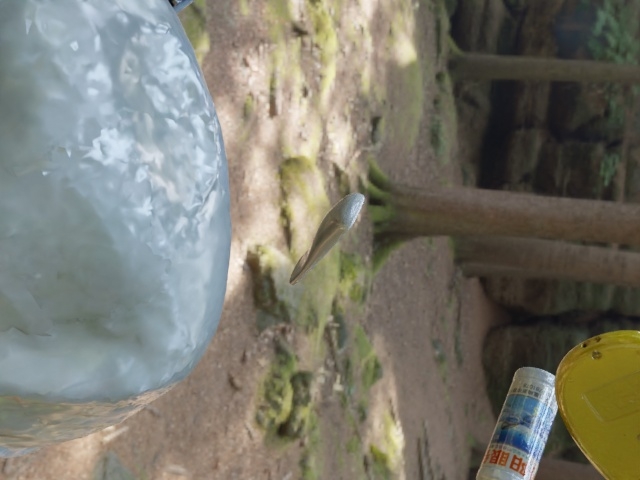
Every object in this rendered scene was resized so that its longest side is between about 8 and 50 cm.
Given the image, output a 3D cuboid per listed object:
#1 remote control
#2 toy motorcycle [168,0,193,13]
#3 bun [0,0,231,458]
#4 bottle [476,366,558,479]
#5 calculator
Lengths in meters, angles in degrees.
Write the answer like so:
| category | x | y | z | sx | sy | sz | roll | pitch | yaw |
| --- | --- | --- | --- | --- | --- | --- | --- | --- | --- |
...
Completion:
| category | x | y | z | sx | sy | sz | roll | pitch | yaw |
| --- | --- | --- | --- | --- | --- | --- | --- | --- | --- |
| remote control | 0.000 | 0.000 | 0.915 | 0.050 | 0.027 | 0.184 | -63 | -173 | -31 |
| toy motorcycle | -0.204 | -0.566 | 1.529 | 0.416 | 0.172 | 0.232 | -52 | -167 | -14 |
| bun | -0.215 | -0.027 | 0.428 | 0.194 | 0.355 | 0.354 | -40 | 134 | -56 |
| bottle | 0.204 | 0.241 | 0.852 | 0.217 | 0.060 | 0.060 | -62 | 155 | -26 |
| calculator | 0.314 | 0.177 | 0.742 | 0.235 | 0.146 | 0.032 | 49 | 31 | -15 |
